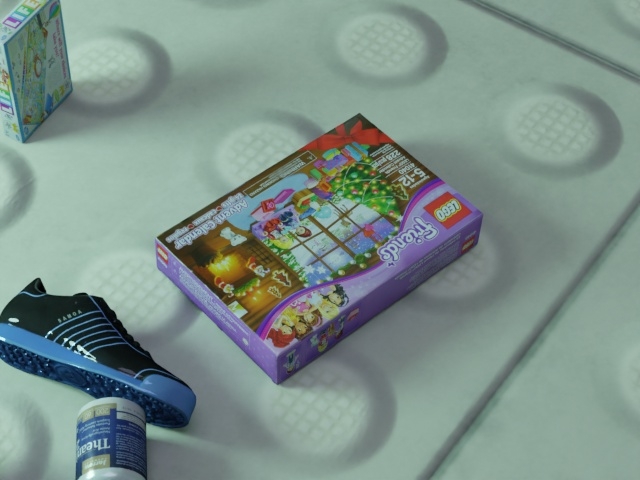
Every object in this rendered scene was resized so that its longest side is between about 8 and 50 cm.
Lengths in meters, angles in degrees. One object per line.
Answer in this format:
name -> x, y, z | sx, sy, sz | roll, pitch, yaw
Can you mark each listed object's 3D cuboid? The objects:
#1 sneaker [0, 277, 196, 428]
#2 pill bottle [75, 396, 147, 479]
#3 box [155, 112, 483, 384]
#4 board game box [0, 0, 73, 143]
sneaker -> -0.215, 0.106, 1.446 | 0.232, 0.081, 0.090 | 21, 60, 16
pill bottle -> -0.196, 0.213, 1.366 | 0.067, 0.067, 0.120 | -3, 50, -5
box -> 0.000, 0.000, 1.558 | 0.293, 0.057, 0.201 | -34, 60, -27
board game box -> -0.326, -0.198, 1.648 | 0.026, 0.154, 0.103 | 23, 52, 17
